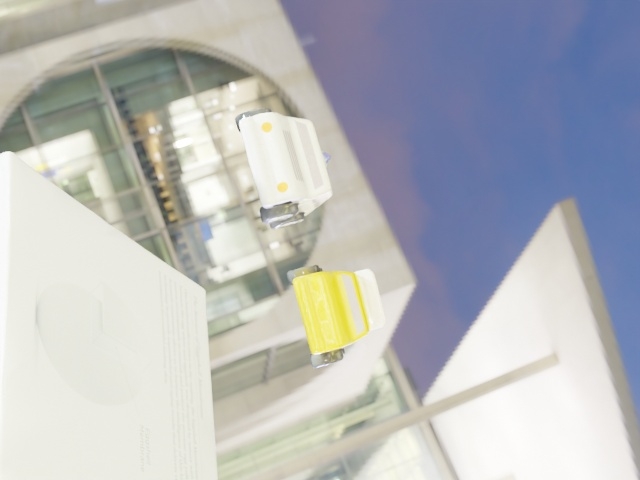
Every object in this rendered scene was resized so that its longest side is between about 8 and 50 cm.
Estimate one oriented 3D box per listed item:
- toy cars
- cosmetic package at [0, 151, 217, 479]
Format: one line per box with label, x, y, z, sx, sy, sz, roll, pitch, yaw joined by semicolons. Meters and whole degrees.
toy cars;0.000;0.000;1.148;0.394;0.087;0.176;73;1;-45
cosmetic package;-0.184;0.104;0.772;0.224;0.138;0.224;41;34;-49
